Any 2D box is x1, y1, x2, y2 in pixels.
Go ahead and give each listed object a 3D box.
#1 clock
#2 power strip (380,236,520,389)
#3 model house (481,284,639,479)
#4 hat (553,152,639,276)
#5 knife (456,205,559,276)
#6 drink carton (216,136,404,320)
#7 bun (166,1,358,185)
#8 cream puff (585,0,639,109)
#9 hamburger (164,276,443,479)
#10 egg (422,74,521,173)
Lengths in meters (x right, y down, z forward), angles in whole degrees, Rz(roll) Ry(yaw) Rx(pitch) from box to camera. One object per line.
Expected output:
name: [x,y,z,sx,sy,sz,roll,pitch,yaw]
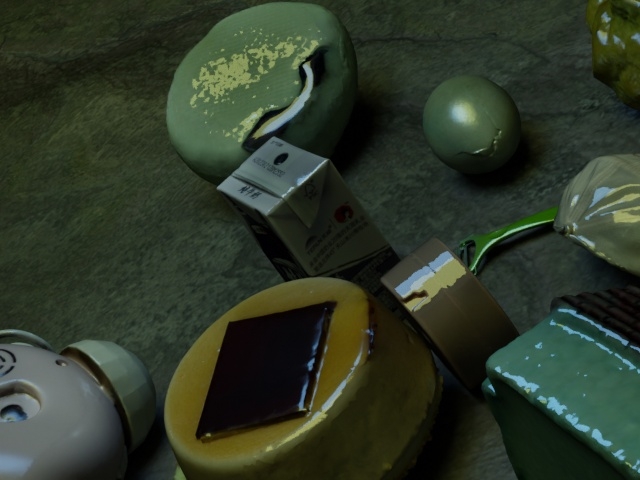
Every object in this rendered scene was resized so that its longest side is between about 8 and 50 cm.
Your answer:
clock: [-0.371,0.238,1.912,0.342,0.184,0.326,7,35,1]
power strip: [0.136,0.075,1.735,0.078,0.154,0.154,-40,30,-2]
model house: [0.314,0.148,1.397,0.249,0.230,0.280,-32,31,-13]
hat: [0.358,-0.066,1.723,0.226,0.164,0.219,-58,32,3]
knife: [0.225,-0.008,1.889,0.166,0.022,0.078,-25,36,20]
drink carton: [0.000,0.000,1.902,0.102,0.222,0.134,-41,30,-10]
bun: [-0.063,-0.178,2.292,0.283,0.179,0.283,-15,56,23]
cream puff: [0.416,-0.287,1.930,0.282,0.185,0.282,-29,27,17]
hamburger: [-0.016,0.175,1.726,0.302,0.170,0.302,-22,36,17]
egg: [0.182,-0.137,2.023,0.114,0.114,0.152,-33,30,5]
